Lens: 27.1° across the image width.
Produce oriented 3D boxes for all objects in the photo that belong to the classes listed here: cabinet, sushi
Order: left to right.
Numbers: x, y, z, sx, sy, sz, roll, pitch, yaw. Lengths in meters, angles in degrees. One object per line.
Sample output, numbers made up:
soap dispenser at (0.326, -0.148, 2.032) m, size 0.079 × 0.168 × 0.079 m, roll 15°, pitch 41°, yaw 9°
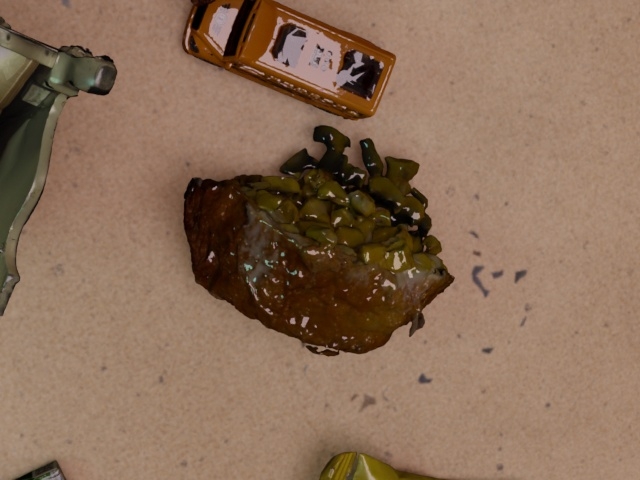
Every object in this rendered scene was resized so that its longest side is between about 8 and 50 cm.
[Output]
cabinet at (-0.374, -0.119, 1.031) m, size 0.290 × 0.318 × 0.227 m, roll 23°, pitch 92°, yaw -36°
sushi at (0.003, 0.000, 1.284) m, size 0.296 × 0.167 × 0.179 m, roll 20°, pitch 115°, yaw -11°

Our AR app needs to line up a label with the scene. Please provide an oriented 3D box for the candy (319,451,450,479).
candy at (0.103, 0.325, 1.398) m, size 0.297 × 0.081 × 0.187 m, roll 17°, pitch 94°, yaw -28°

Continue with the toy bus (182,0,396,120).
toy bus at (-0.030, -0.184, 1.274) m, size 0.194 × 0.088 × 0.083 m, roll 21°, pitch 92°, yaw -17°

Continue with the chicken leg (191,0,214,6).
chicken leg at (-0.042, -0.290, 1.255) m, size 0.219 × 0.089 × 0.048 m, roll -26°, pitch 146°, yaw -21°

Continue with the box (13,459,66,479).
box at (-0.336, 0.325, 1.295) m, size 0.235 × 0.034 × 0.132 m, roll -26°, pitch 105°, yaw -9°
